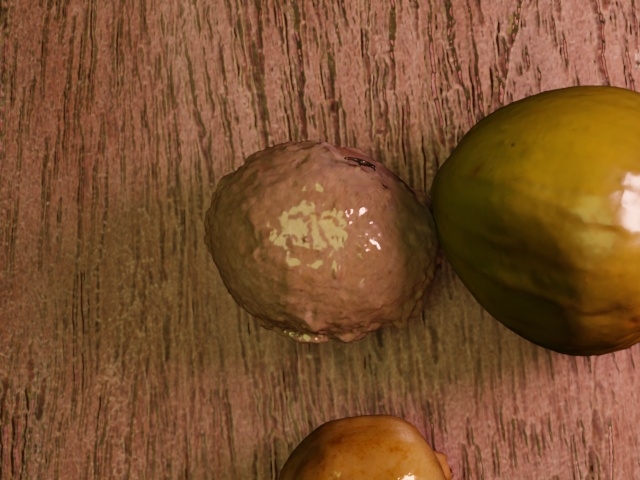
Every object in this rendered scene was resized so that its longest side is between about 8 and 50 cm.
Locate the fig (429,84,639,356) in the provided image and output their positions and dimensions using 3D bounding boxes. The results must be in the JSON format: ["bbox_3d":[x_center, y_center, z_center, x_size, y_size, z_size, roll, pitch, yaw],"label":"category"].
[{"bbox_3d":[0.292,-0.033,1.421,0.343,0.343,0.343,-1,86,19],"label":"fig"}]

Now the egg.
[{"bbox_3d":[0.000,0.000,1.544,0.310,0.279,0.279,21,93,15],"label":"egg"}]

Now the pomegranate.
[{"bbox_3d":[0.057,0.331,1.522,0.233,0.233,0.233,-1,86,19],"label":"pomegranate"}]
